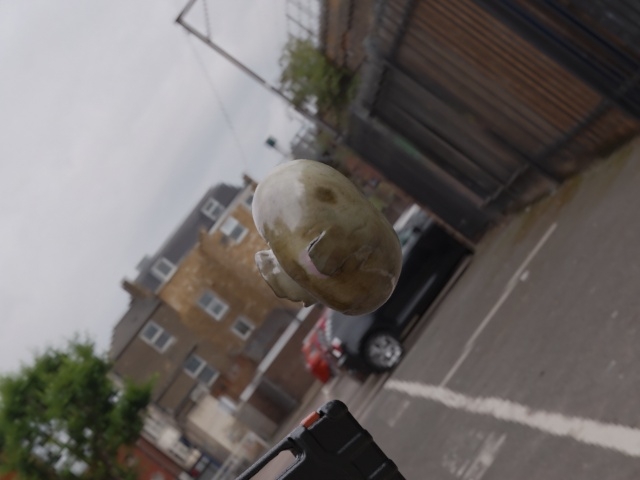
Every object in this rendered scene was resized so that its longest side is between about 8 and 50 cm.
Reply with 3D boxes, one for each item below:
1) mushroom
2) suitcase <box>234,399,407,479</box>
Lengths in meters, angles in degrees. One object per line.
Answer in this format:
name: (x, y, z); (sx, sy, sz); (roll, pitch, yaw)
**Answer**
mushroom: (0.000, 0.000, 1.493); (0.184, 0.255, 0.255); (-32, 1, 13)
suitcase: (-0.020, 0.377, 1.492); (0.285, 0.206, 0.066); (-38, -8, -21)
